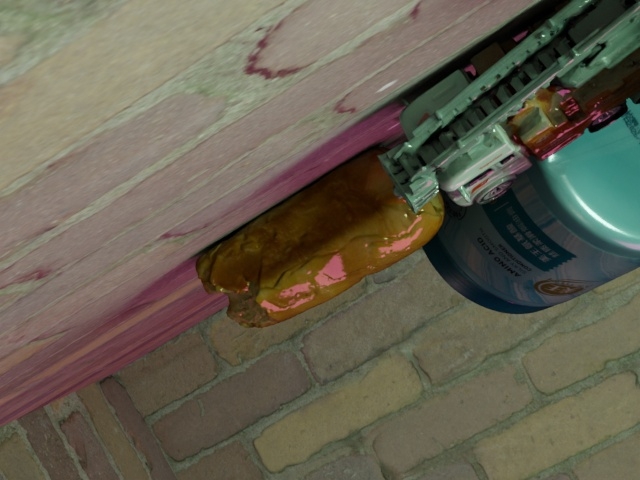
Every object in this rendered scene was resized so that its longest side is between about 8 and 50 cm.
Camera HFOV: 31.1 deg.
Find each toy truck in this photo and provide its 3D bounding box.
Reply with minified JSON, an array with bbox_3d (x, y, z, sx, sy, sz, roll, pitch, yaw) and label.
[{"bbox_3d":[0.209,-0.154,1.201,0.338,0.133,0.184,-34,166,15],"label":"toy truck"}]

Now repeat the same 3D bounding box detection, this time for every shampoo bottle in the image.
[{"bbox_3d":[0.351,-0.093,1.652,0.331,0.331,0.342,-29,176,-29],"label":"shampoo bottle"}]

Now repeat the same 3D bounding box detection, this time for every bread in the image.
[{"bbox_3d":[0.004,0.005,1.602,0.344,0.149,0.195,-31,177,14],"label":"bread"}]
